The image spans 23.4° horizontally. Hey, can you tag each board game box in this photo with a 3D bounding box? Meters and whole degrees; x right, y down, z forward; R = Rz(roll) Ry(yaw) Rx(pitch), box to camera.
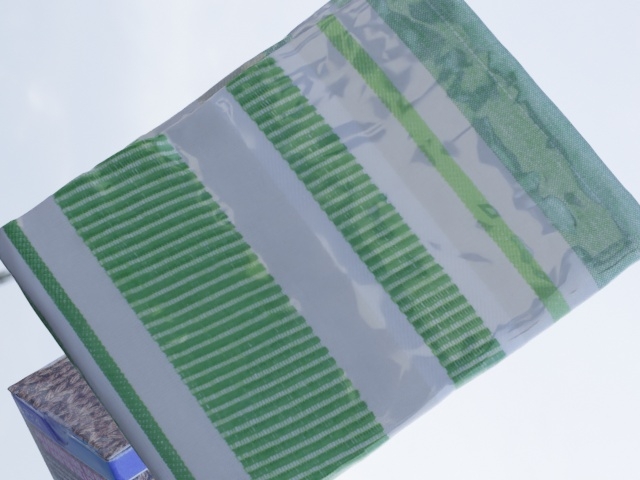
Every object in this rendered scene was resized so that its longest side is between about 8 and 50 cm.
[{"bbox_3d":[-0.124,0.243,1.383,0.232,0.141,0.291,18,-46,57],"label":"board game box"}]

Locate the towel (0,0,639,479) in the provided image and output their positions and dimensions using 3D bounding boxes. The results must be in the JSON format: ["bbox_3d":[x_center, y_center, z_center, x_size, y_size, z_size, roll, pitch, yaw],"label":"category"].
[{"bbox_3d":[0.000,0.000,0.920,0.248,0.325,0.038,53,-9,16],"label":"towel"}]
